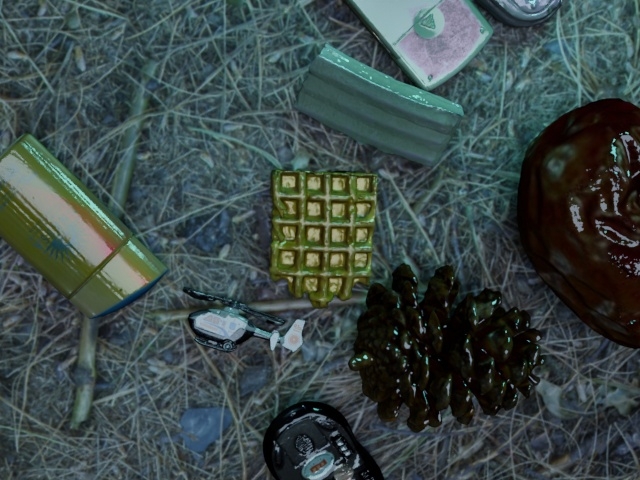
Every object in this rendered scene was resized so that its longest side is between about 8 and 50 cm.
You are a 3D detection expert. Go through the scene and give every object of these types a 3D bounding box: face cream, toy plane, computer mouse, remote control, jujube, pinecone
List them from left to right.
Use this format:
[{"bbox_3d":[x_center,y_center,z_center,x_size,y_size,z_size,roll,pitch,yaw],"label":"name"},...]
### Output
[{"bbox_3d":[-0.370,-0.009,1.334,0.139,0.067,0.285,-44,100,4],"label":"face cream"},{"bbox_3d":[-0.123,0.133,1.387,0.197,0.053,0.078,16,87,-3],"label":"toy plane"},{"bbox_3d":[0.005,0.343,1.406,0.137,0.096,0.233,-30,104,4],"label":"computer mouse"},{"bbox_3d":[0.098,-0.382,1.334,0.145,0.050,0.344,-41,100,1],"label":"remote control"},{"bbox_3d":[0.183,0.155,1.340,0.309,0.244,0.244,7,98,-22],"label":"pinecone"},{"bbox_3d":[0.441,-0.015,1.315,0.276,0.276,0.377,-43,103,2],"label":"jujube"}]

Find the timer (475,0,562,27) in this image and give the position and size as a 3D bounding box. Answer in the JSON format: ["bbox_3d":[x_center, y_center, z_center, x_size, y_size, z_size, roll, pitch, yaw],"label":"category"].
[{"bbox_3d":[0.300,-0.430,1.338,0.190,0.069,0.208,36,92,-12],"label":"timer"}]

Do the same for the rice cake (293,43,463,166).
[{"bbox_3d":[0.085,-0.190,1.336,0.237,0.127,0.043,22,51,-5],"label":"rice cake"}]

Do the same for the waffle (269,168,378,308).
[{"bbox_3d":[0.000,0.000,1.377,0.160,0.055,0.211,3,99,-6],"label":"waffle"}]
